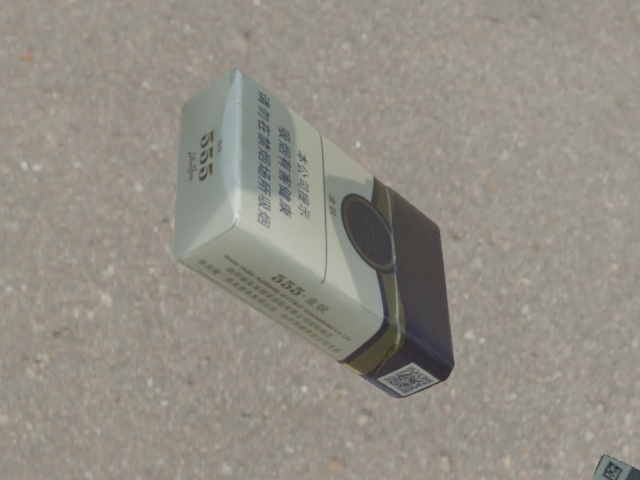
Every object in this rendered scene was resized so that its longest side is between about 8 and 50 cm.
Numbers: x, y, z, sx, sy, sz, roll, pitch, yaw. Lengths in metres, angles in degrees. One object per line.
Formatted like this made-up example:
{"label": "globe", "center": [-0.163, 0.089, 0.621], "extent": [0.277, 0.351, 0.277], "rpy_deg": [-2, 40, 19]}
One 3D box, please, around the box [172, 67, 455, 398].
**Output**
{"label": "box", "center": [0.000, 0.000, 1.047], "extent": [0.259, 0.071, 0.168], "rpy_deg": [34, 39, -36]}

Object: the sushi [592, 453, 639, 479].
{"label": "sushi", "center": [0.293, 0.317, 1.243], "extent": [0.139, 0.200, 0.031], "rpy_deg": [21, 3, 42]}
